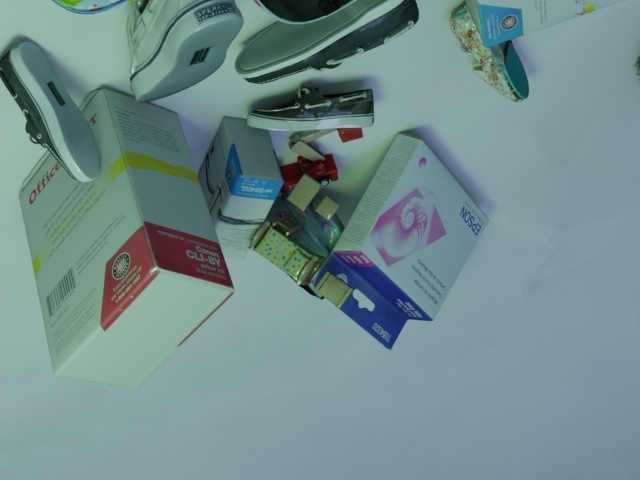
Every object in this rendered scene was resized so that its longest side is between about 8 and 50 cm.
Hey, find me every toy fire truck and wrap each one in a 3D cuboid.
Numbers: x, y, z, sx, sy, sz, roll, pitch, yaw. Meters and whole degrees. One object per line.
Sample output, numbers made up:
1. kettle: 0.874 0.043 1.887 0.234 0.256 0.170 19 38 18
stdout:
1. toy fire truck: -0.020 -0.151 2.020 0.192 0.047 0.135 -14 142 -5

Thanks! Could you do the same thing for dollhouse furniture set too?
1. dollhouse furniture set: 0.000 0.000 1.955 0.161 0.182 0.101 -56 171 4

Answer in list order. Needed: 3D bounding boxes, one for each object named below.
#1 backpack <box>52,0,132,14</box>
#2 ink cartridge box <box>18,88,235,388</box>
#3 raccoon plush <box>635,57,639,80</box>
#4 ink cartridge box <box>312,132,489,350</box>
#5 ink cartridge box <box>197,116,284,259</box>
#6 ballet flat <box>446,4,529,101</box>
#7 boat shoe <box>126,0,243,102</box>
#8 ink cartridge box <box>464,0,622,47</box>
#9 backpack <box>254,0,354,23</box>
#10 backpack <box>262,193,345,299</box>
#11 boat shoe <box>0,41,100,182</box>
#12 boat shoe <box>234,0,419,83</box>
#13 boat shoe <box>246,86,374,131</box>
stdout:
1. backpack: -0.303 -0.454 1.390 0.290 0.273 0.355 -25 155 -4
2. ink cartridge box: -0.317 -0.005 1.800 0.160 0.384 0.279 16 130 -41
3. raccoon plush: 0.682 -0.275 1.961 0.216 0.299 0.446 -30 141 15
4. ink cartridge box: 0.162 0.018 2.144 0.324 0.071 0.330 41 74 -49
5. ink cartridge box: -0.149 -0.087 1.960 0.086 0.148 0.203 5 135 -27
6. ballet flat: 0.284 -0.320 1.932 0.077 0.091 0.241 -2 147 30
7. boat shoe: -0.221 -0.319 1.652 0.136 0.156 0.367 -21 176 -19
8. ink cartridge box: 0.329 -0.450 1.659 0.270 0.197 0.198 -18 147 2
9. backpack: -0.032 -0.429 1.551 0.225 0.191 0.253 -29 134 17
10. backpack: -0.026 0.000 2.109 0.144 0.166 0.188 -40 142 11
11. boat shoe: -0.414 -0.183 1.710 0.076 0.080 0.228 -24 102 28
12. boat shoe: 0.015 -0.312 1.782 0.303 0.114 0.091 -24 137 7
13. boat shoe: -0.017 -0.224 1.920 0.219 0.078 0.070 -5 106 -13
